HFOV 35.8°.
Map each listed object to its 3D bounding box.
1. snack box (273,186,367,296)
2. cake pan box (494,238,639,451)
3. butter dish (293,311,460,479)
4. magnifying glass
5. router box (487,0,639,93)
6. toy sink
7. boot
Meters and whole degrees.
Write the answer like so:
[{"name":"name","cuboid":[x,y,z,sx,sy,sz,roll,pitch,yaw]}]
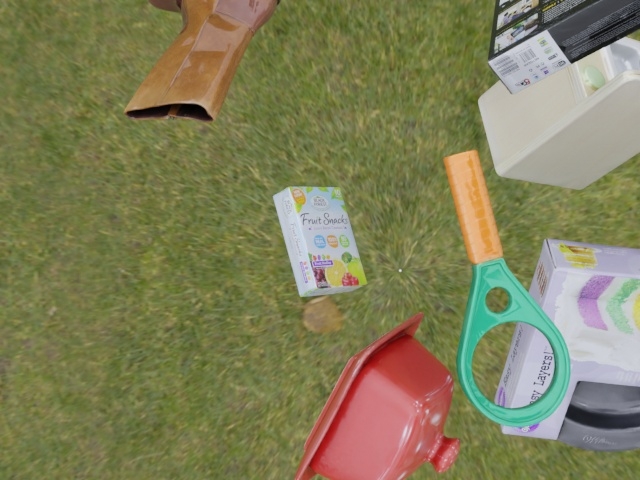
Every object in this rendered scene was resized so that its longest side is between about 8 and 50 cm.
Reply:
[{"name":"snack box","cuboid":[0.000,0.000,1.313,0.037,0.100,0.141,-27,73,40]},{"name":"cake pan box","cuboid":[0.348,0.130,1.143,0.245,0.070,0.267,9,125,-2]},{"name":"butter dish","cuboid":[0.071,0.166,0.895,0.118,0.160,0.160,33,110,16]},{"name":"magnifying glass","cuboid":[0.143,0.040,0.817,0.092,0.026,0.231,-14,92,-4]},{"name":"router box","cuboid":[0.238,-0.219,0.877,0.179,0.133,0.046,-25,122,34]},{"name":"toy sink","cuboid":[0.337,-0.181,1.239,0.152,0.234,0.131,6,62,-31]},{"name":"boot","cuboid":[-0.197,-0.277,1.405,0.264,0.096,0.280,11,64,29]}]
